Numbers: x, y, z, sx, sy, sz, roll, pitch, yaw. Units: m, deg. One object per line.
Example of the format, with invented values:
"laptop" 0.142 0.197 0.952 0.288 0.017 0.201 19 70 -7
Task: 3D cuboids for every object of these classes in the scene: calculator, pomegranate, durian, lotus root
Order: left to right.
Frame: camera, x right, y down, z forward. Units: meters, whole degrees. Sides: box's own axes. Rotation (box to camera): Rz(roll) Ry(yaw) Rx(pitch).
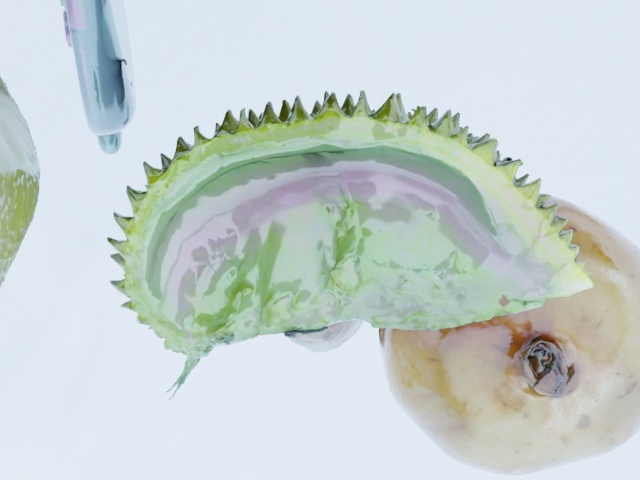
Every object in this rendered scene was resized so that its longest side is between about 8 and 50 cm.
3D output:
"calculator" -0.173 -0.189 1.048 0.041 0.299 0.185 -8 49 -5
"durian" -0.005 -0.007 0.970 0.355 0.157 0.169 -16 71 29
"lotus root" 0.007 0.069 1.527 0.110 0.258 0.097 -34 74 1
"pomegranate" 0.182 0.086 1.221 0.264 0.264 0.264 -23 43 23

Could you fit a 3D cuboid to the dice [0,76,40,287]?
"dice" -0.295 -0.045 0.680 0.227 0.238 0.233 -42 40 7
